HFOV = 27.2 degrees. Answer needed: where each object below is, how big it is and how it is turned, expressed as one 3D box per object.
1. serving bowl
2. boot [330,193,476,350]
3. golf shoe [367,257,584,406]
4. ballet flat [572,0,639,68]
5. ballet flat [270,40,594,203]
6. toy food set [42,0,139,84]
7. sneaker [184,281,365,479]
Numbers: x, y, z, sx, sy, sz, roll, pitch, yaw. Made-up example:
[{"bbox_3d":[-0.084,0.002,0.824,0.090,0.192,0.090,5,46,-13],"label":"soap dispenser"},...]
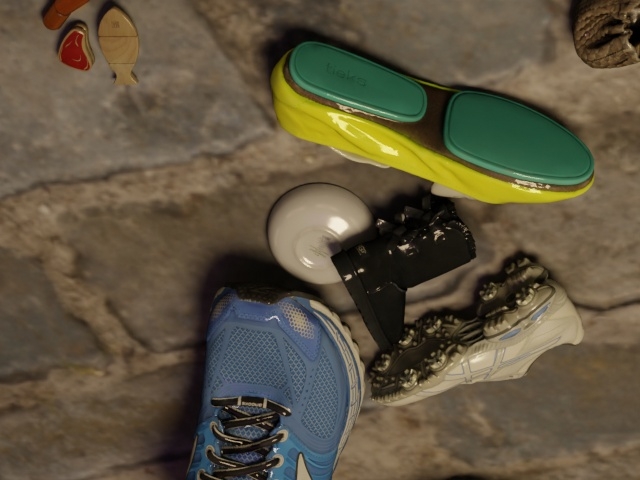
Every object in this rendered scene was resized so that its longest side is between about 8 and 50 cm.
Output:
[{"bbox_3d":[0.000,0.000,0.986,0.083,0.027,0.083,2,120,4],"label":"serving bowl"},{"bbox_3d":[0.069,0.025,0.982,0.099,0.045,0.121,-27,138,0],"label":"boot"},{"bbox_3d":[0.119,0.091,1.007,0.176,0.069,0.086,-31,125,27],"label":"golf shoe"},{"bbox_3d":[0.263,-0.189,0.828,0.250,0.058,0.084,-36,111,24],"label":"ballet flat"},{"bbox_3d":[0.073,-0.071,0.920,0.231,0.077,0.077,20,142,-2],"label":"ballet flat"},{"bbox_3d":[-0.162,-0.167,0.915,0.078,0.019,0.122,7,128,3],"label":"toy food set"},{"bbox_3d":[-0.044,0.183,1.021,0.130,0.147,0.330,7,120,13],"label":"sneaker"}]
